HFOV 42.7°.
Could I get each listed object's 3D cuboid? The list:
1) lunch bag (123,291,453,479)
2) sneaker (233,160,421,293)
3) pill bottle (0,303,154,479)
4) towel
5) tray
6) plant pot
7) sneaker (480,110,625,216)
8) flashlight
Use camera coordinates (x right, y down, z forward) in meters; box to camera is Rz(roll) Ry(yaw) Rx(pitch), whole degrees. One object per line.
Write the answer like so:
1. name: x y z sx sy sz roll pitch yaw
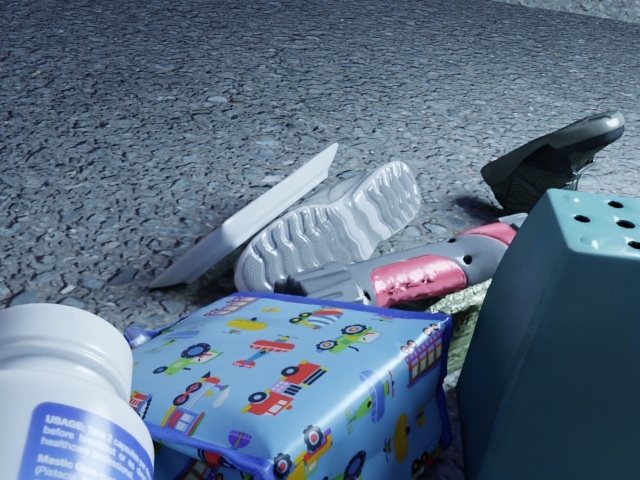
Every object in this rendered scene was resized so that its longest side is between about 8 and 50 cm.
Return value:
1. lunch bag: -0.073 0.124 0.678 0.293 0.138 0.221 17 33 36
2. sneaker: 0.000 0.000 0.955 0.281 0.105 0.115 -30 11 -41
3. pill bottle: -0.176 0.173 0.474 0.152 0.152 0.272 2 42 -7
4. towel: 0.140 0.082 0.789 0.148 0.110 0.027 -18 49 -35
5. tray: -0.075 -0.027 0.951 0.030 0.145 0.270 51 37 -3
6. plant pot: 0.218 0.088 0.667 0.166 0.234 0.165 8 30 1
7. sneaker: 0.310 -0.077 1.038 0.087 0.227 0.130 -24 86 -34
8. flashlight: 0.113 0.048 0.866 0.304 0.103 0.103 -14 -7 -26
